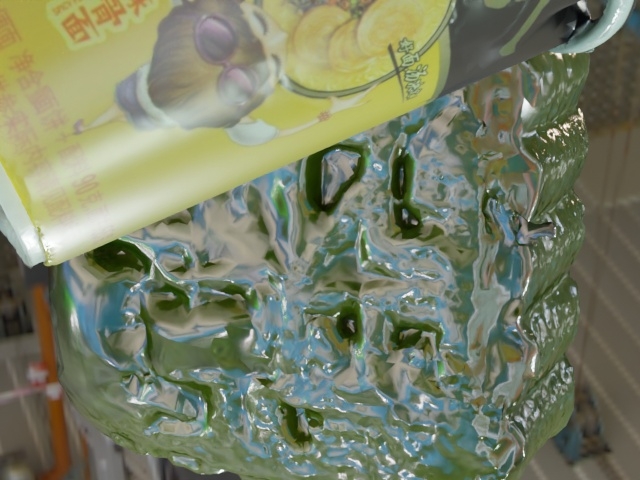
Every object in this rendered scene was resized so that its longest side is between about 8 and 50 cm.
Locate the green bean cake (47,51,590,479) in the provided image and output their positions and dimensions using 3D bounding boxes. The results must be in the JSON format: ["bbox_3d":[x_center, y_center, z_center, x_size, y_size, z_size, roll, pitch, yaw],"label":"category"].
[{"bbox_3d":[0.000,0.000,0.954,0.335,0.319,0.218,5,-164,25],"label":"green bean cake"}]

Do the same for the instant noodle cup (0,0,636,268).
[{"bbox_3d":[-0.039,-0.111,0.558,0.236,0.215,0.215,-30,-133,-12],"label":"instant noodle cup"}]
